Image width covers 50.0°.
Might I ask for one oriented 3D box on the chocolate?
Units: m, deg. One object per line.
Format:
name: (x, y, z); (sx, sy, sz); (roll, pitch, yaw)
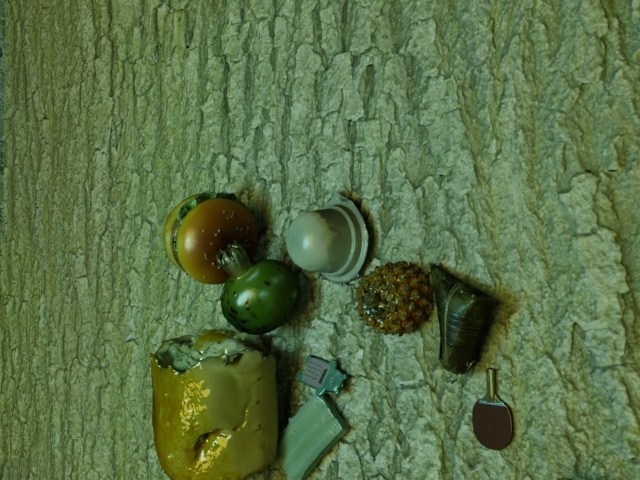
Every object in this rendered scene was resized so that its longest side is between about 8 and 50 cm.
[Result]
chocolate: (0.002, -0.006, 1.554); (0.221, 0.147, 0.221); (-7, 80, 42)

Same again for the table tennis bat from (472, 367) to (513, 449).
table tennis bat: (0.332, 0.326, 1.331); (0.087, 0.013, 0.156); (-4, 87, 44)

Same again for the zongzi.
zongzi: (0.252, 0.161, 1.373); (0.184, 0.084, 0.187); (37, 117, 52)

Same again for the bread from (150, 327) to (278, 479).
bread: (-0.281, 0.426, 1.701); (0.361, 0.250, 0.394); (2, 90, 51)

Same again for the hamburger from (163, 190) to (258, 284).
hamburger: (-0.265, -0.005, 1.731); (0.170, 0.246, 0.246); (22, 103, 51)

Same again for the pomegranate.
pomegranate: (-0.160, 0.112, 1.642); (0.202, 0.202, 0.248); (-16, 118, 41)

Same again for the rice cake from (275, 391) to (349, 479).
rice cake: (-0.032, 0.473, 1.634); (0.127, 0.043, 0.237); (50, 119, 33)

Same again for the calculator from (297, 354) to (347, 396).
calculator: (0.004, 0.316, 1.603); (0.141, 0.019, 0.094); (14, 73, 46)

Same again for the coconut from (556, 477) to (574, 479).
coconut: (0.422, 0.489, 1.138); (0.171, 0.171, 0.182); (-19, 84, 40)

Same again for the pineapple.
pineapple: (0.130, 0.122, 1.436); (0.176, 0.137, 0.161); (0, 89, 41)
